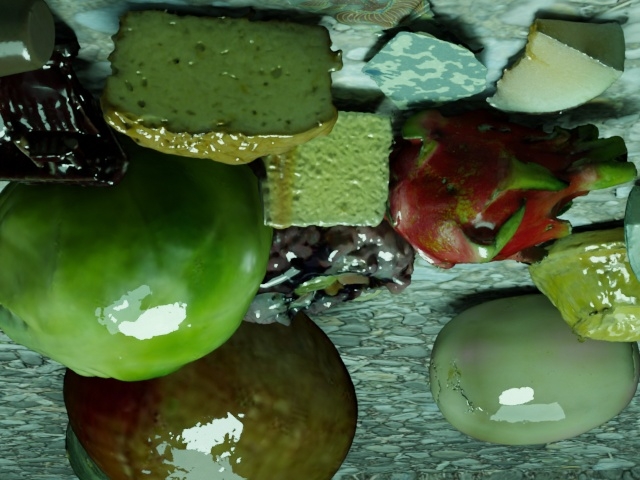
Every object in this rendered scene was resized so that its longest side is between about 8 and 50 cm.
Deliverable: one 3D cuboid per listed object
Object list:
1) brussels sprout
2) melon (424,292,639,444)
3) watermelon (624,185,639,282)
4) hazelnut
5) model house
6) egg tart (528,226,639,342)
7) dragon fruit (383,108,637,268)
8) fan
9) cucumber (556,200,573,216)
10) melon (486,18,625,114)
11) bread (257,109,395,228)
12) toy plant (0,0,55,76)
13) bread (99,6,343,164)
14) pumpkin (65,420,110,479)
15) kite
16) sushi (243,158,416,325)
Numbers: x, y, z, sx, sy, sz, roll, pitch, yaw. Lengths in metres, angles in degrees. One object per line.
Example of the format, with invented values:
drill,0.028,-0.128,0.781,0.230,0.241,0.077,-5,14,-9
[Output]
brussels sprout,-0.215,0.016,1.855,0.344,0.268,0.344,-14,-170,3
melon,0.310,0.189,2.460,0.317,0.223,0.223,-4,160,8
watermelon,0.517,-0.017,2.067,0.318,0.148,0.226,22,137,-18
hazelnut,-0.162,0.221,2.403,0.421,0.352,0.421,-3,-173,0
model house,-0.312,-0.131,1.679,0.203,0.141,0.164,-4,167,17
egg tart,0.425,0.064,2.272,0.290,0.115,0.290,-1,161,0
dragon fruit,0.196,-0.066,1.850,0.269,0.198,0.200,-21,-155,-20
fan,0.107,-0.172,1.720,0.131,0.009,0.240,6,166,3
cucumber,0.208,-0.034,2.084,0.215,0.052,0.058,-7,180,18
melon,0.236,-0.168,1.699,0.098,0.054,0.182,9,159,-7
bread,-0.003,-0.081,1.815,0.147,0.152,0.127,5,171,-11
toy plant,-0.349,-0.196,1.552,0.200,0.105,0.143,6,155,15
bread,-0.097,-0.150,1.646,0.229,0.143,0.139,5,171,-4
pumpkin,-0.259,0.327,2.819,0.328,0.257,0.291,-7,148,40
kite,0.079,-0.214,1.624,0.127,0.016,0.229,-11,157,39
sushi,0.000,0.000,2.005,0.270,0.170,0.236,-19,153,33
